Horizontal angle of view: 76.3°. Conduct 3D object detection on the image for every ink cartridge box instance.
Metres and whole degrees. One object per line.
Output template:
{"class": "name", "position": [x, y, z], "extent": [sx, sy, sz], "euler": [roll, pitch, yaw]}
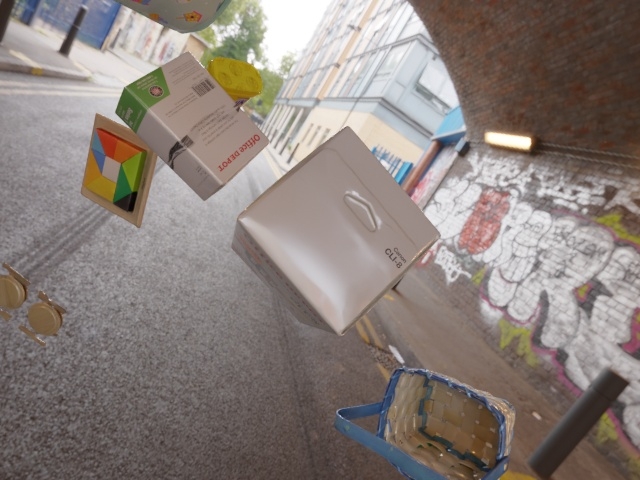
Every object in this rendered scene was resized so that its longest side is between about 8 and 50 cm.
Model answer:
{"class": "ink cartridge box", "position": [0.000, 0.000, 0.405], "extent": [0.128, 0.127, 0.176], "euler": [48, -16, -3]}
{"class": "ink cartridge box", "position": [-0.227, -0.206, 0.750], "extent": [0.219, 0.092, 0.160], "euler": [48, 51, -14]}

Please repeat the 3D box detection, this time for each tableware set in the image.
{"class": "tableware set", "position": [-0.709, 0.155, 0.997], "extent": [0.194, 0.128, 0.039], "euler": [38, 14, -1]}

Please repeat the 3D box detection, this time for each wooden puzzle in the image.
{"class": "wooden puzzle", "position": [-0.509, -0.174, 1.011], "extent": [0.238, 0.221, 0.044], "euler": [28, 18, 20]}

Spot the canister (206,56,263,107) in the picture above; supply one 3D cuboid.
{"class": "canister", "position": [-0.229, -0.328, 0.923], "extent": [0.126, 0.169, 0.074], "euler": [-12, 83, -45]}

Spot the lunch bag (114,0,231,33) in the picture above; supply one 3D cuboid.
{"class": "lunch bag", "position": [-0.244, -0.476, 0.656], "extent": [0.223, 0.262, 0.160], "euler": [-6, 66, -60]}

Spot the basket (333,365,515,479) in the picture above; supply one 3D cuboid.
{"class": "basket", "position": [0.202, 0.341, 0.712], "extent": [0.288, 0.201, 0.254], "euler": [16, -3, -43]}
